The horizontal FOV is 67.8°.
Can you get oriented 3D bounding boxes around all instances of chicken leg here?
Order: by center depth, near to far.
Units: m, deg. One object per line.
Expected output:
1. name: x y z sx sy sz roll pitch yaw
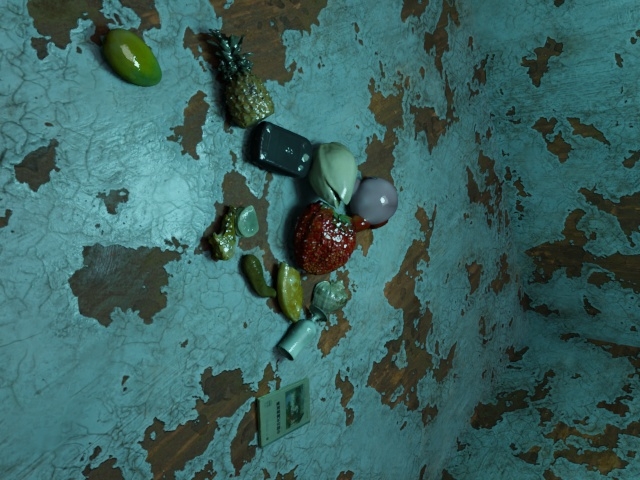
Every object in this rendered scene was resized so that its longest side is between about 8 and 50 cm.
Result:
1. chicken leg: -0.340 -0.031 1.686 0.101 0.085 0.207 18 71 -33

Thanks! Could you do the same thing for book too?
1. book: -0.146 0.707 1.972 0.282 0.025 0.215 -11 102 -46

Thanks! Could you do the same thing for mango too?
1. mango: -0.556 -0.539 1.420 0.194 0.092 0.130 32 68 -52

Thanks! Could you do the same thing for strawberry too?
1. strawberry: 0.000 0.000 1.928 0.238 0.250 0.288 22 103 -50

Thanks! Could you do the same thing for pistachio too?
1. pistachio: 0.052 -0.265 1.933 0.332 0.208 0.226 -99 163 -47

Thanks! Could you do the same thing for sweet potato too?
1. sweet potato: -0.234 0.151 1.817 0.081 0.062 0.233 -51 129 -35

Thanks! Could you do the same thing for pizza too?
1. pizza: -0.123 0.206 1.926 0.134 0.056 0.271 -47 130 -45

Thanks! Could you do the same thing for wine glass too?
1. wine glass: -0.075 0.381 1.966 0.231 0.103 0.103 -47 124 -28

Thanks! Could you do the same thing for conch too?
1. conch: 0.032 0.256 2.087 0.155 0.130 0.207 34 91 -7

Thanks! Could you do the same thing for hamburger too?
1. hamburger: -0.279 -0.062 1.761 0.084 0.054 0.121 -37 125 -39

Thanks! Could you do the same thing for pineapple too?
1. pineapple: -0.287 -0.570 1.658 0.169 0.169 0.340 -38 111 -37

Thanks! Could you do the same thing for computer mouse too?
1. computer mouse: -0.154 -0.341 1.831 0.269 0.100 0.170 18 77 -40

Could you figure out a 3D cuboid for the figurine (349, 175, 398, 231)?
1. figurine: 0.250 -0.166 2.176 0.269 0.211 0.261 -8 99 -45
